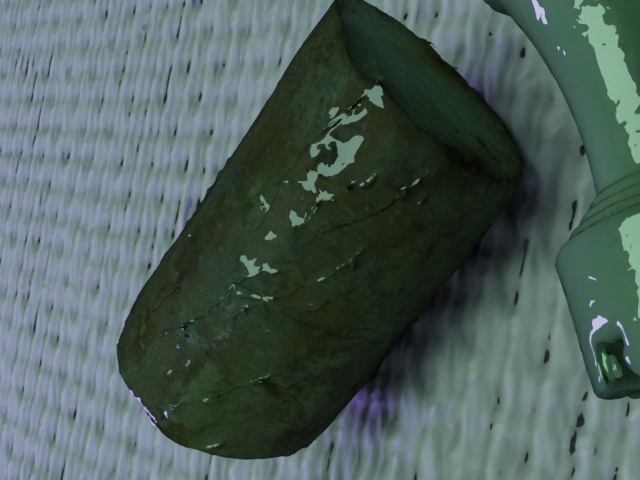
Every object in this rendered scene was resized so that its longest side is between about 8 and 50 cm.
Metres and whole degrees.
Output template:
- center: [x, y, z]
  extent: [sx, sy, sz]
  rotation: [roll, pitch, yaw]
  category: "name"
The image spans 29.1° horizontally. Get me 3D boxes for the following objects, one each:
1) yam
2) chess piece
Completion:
- center: [0.000, 0.000, 0.748]
  extent: [0.268, 0.161, 0.161]
  rotation: [-56, 42, 28]
  category: "yam"
- center: [0.148, -0.084, 0.572]
  extent: [0.194, 0.194, 0.299]
  rotation: [-28, 67, 46]
  category: "chess piece"
